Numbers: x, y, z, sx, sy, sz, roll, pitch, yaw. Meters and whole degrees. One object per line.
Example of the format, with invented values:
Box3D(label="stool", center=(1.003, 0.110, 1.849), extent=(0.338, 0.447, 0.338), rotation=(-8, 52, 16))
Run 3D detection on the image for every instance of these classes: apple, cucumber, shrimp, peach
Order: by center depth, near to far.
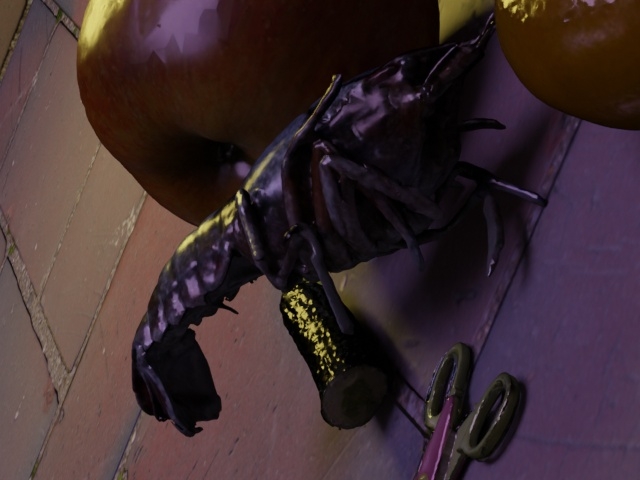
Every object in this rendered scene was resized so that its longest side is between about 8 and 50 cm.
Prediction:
Box3D(label="peach", center=(0.195, -0.182, 1.022), extent=(0.251, 0.153, 0.251), rotation=(-165, 90, -76))
Box3D(label="shrimp", center=(0.000, -0.005, 1.276), extent=(0.410, 0.166, 0.221), rotation=(-31, -2, 31))
Box3D(label="cucumber", center=(0.006, 0.080, 1.400), extent=(0.214, 0.058, 0.052), rotation=(-122, 14, -67))
Box3D(label="apple", center=(-0.051, -0.134, 1.422), extent=(0.250, 0.277, 0.309), rotation=(-91, 16, -53))

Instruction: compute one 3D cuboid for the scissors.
Box3D(label="scissors", center=(0.073, 0.162, 1.201), extent=(0.187, 0.020, 0.133), rotation=(-68, 17, 2))
